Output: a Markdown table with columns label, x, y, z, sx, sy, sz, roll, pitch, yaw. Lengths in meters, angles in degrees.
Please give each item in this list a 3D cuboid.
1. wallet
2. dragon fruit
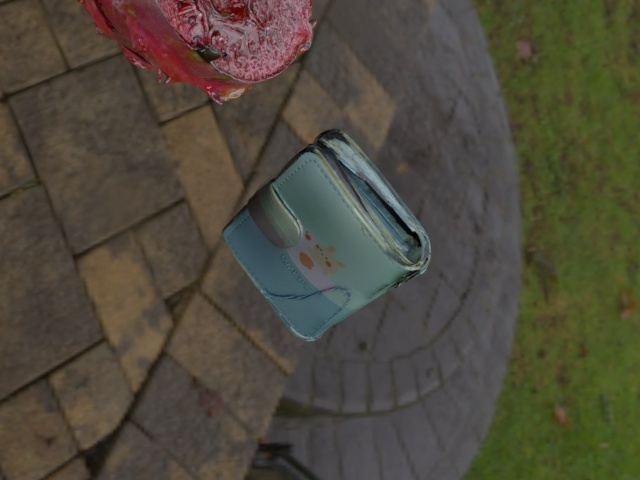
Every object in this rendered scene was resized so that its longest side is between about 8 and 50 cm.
| label | x | y | z | sx | sy | sz | roll | pitch | yaw |
| --- | --- | --- | --- | --- | --- | --- | --- | --- | --- |
| wallet | 0.000 | 0.000 | 1.363 | 0.075 | 0.250 | 0.176 | -36 | 89 | -33 |
| dragon fruit | -0.193 | -0.375 | 1.783 | 0.386 | 0.249 | 0.370 | 43 | 52 | -40 |
